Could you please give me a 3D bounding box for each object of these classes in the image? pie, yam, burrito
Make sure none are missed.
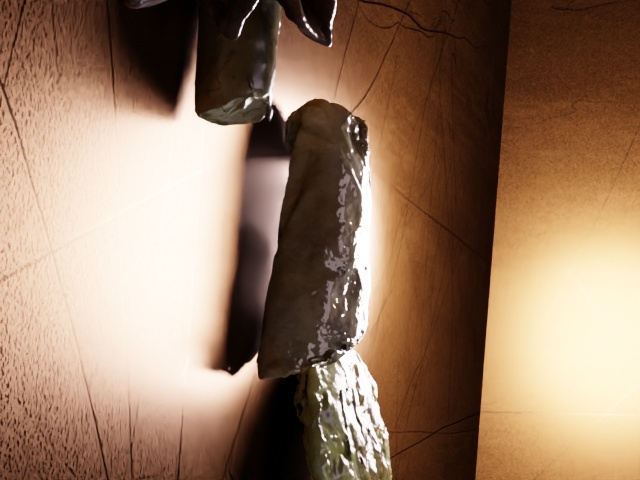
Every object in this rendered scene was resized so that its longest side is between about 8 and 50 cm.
[{"bbox_3d":[0.035,0.257,1.520,0.306,0.071,0.306,-13,90,-80],"label":"pie"},{"bbox_3d":[-0.066,-0.292,1.166,0.083,0.083,0.371,36,57,-70],"label":"yam"},{"bbox_3d":[0.006,0.005,1.428,0.175,0.107,0.347,32,60,-56],"label":"burrito"}]

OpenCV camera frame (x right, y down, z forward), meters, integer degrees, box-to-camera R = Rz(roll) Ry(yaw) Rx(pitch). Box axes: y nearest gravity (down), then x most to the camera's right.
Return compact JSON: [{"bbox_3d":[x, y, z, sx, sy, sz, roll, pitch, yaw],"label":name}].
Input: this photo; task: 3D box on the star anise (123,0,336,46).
[{"bbox_3d":[-0.069,-0.268,1.031,0.258,0.111,0.198,0,114,-38],"label":"star anise"}]
